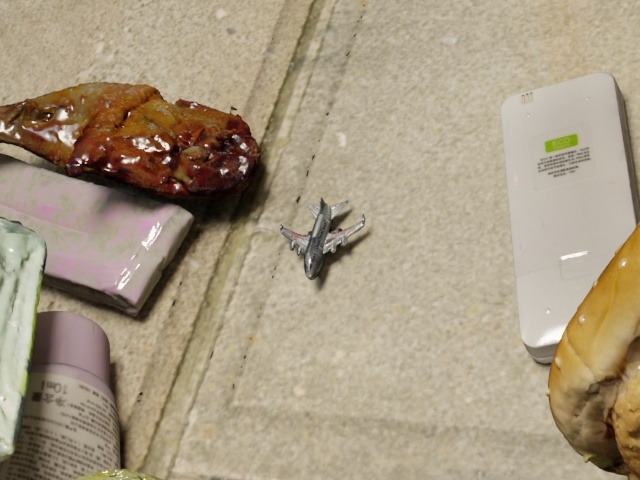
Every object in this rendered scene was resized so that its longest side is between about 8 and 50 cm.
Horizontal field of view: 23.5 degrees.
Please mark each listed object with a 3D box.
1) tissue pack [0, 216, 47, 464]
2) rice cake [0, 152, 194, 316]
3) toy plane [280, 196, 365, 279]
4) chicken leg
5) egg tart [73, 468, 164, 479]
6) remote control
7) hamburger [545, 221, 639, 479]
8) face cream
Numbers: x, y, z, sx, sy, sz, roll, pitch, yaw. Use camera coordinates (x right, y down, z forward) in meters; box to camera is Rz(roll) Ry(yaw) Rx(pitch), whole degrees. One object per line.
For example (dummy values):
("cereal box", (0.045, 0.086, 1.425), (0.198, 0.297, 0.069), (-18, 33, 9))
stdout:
("tissue pack", (-0.356, 0.138, 1.233), (0.311, 0.128, 0.228), (-43, 30, 31))
("rice cake", (-0.252, -0.012, 1.426), (0.298, 0.050, 0.106), (16, 65, 35))
("toy plane", (0.000, 0.000, 1.298), (0.078, 0.031, 0.083), (-6, 55, 24))
("chicken leg", (-0.202, -0.090, 1.402), (0.322, 0.083, 0.177), (19, 24, 34))
("egg tart", (-0.151, 0.260, 1.114), (0.078, 0.197, 0.197), (-47, 30, 51))
("remote control", (0.199, -0.023, 1.208), (0.103, 0.034, 0.250), (-15, 52, 18))
("hamburger", (0.278, 0.050, 0.980), (0.286, 0.243, 0.146), (-29, 45, -14))
("face cream", (-0.213, 0.184, 1.220), (0.096, 0.154, 0.274), (-42, 35, 31))
